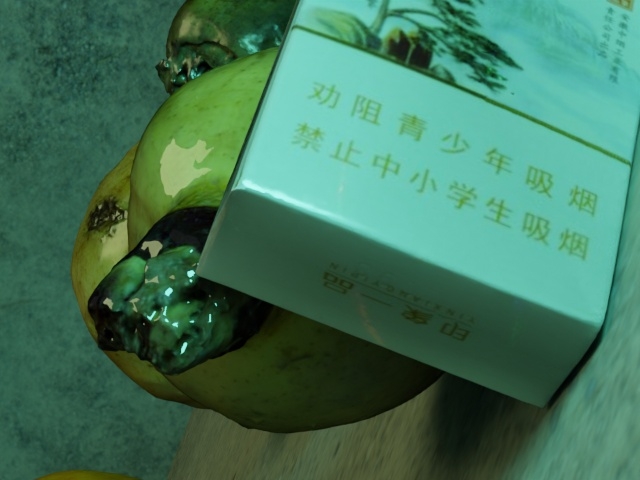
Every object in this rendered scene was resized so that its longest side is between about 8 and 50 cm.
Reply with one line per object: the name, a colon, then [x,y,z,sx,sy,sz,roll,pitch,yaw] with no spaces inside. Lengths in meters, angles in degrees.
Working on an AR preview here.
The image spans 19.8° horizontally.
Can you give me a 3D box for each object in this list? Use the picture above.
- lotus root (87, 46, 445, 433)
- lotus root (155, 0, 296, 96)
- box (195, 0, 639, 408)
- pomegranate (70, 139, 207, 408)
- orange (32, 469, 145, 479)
lotus root: [-0.013,0.001,0.841,0.183,0.182,0.310,-67,-16,13]
lotus root: [-0.003,-0.154,1.466,0.275,0.152,0.160,-31,-38,-49]
box: [0.054,-0.062,0.752,0.067,0.149,0.233,122,169,-50]
pomegranate: [-0.098,0.021,1.618,0.260,0.260,0.260,-158,90,-85]
orange: [-0.186,0.308,1.360,0.284,0.226,0.284,-61,12,24]
